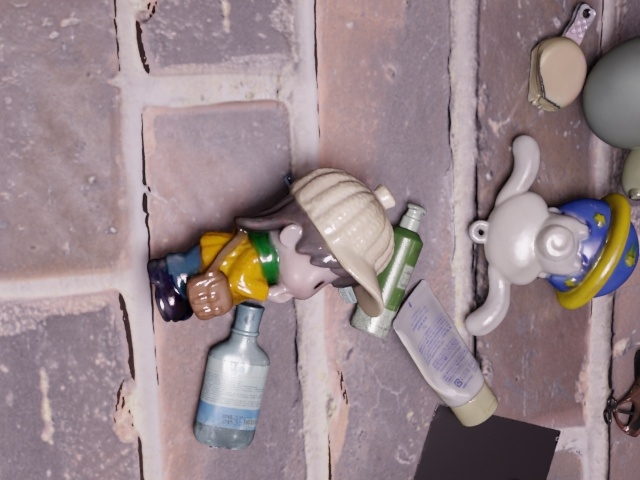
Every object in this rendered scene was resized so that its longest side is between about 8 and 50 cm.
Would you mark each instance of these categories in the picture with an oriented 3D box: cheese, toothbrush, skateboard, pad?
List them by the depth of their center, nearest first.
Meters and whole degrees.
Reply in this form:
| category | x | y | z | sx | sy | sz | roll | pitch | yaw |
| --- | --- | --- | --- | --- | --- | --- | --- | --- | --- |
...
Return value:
| category | x | y | z | sx | sy | sz | roll | pitch | yaw |
| --- | --- | --- | --- | --- | --- | --- | --- | --- | --- |
| toothbrush | 0.000 | 0.000 | 1.252 | 0.016 | 0.019 | 0.219 | -42 | 111 | -44 |
| cheese | 0.367 | -0.284 | 1.305 | 0.092 | 0.047 | 0.171 | 7 | 97 | -20 |
| pad | 0.273 | 0.366 | 1.398 | 0.243 | 0.004 | 0.164 | 15 | 94 | -19 |
| skateboard | 0.531 | 0.258 | 1.435 | 0.080 | 0.067 | 0.151 | 11 | 99 | -9 |

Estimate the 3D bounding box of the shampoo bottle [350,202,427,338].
| category | x | y | z | sx | sy | sz | roll | pitch | yaw |
| --- | --- | --- | --- | --- | --- | --- | --- | --- | --- |
| shampoo bottle | 0.108 | 0.042 | 1.271 | 0.065 | 0.065 | 0.204 | 20 | 92 | -19 |

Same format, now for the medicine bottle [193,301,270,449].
| category | x | y | z | sx | sy | sz | roll | pitch | yaw |
| --- | --- | --- | --- | --- | --- | --- | --- | --- | --- |
| medicine bottle | -0.122 | 0.193 | 1.225 | 0.090 | 0.054 | 0.208 | 11 | 93 | -17 |

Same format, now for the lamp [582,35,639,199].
| category | x | y | z | sx | sy | sz | roll | pitch | yaw |
| --- | --- | --- | --- | --- | --- | --- | --- | --- | --- |
| lamp | 0.494 | -0.183 | 1.268 | 0.197 | 0.198 | 0.244 | -11 | 92 | -15 |

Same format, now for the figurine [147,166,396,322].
| category | x | y | z | sx | sy | sz | roll | pitch | yaw |
| --- | --- | --- | --- | --- | --- | --- | --- | --- | --- |
| figurine | -0.063 | 0.005 | 1.146 | 0.332 | 0.185 | 0.204 | -2 | 87 | 2 |

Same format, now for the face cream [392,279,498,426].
| category | x | y | z | sx | sy | sz | roll | pitch | yaw |
| --- | --- | --- | --- | --- | --- | --- | --- | --- | --- |
| face cream | 0.189 | 0.179 | 1.310 | 0.224 | 0.070 | 0.114 | 55 | 46 | -15 |

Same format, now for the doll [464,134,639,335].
| category | x | y | z | sx | sy | sz | roll | pitch | yaw |
| --- | --- | --- | --- | --- | --- | --- | --- | --- | --- |
| doll | 0.349 | 0.032 | 1.289 | 0.242 | 0.159 | 0.311 | 28 | 91 | -19 |
